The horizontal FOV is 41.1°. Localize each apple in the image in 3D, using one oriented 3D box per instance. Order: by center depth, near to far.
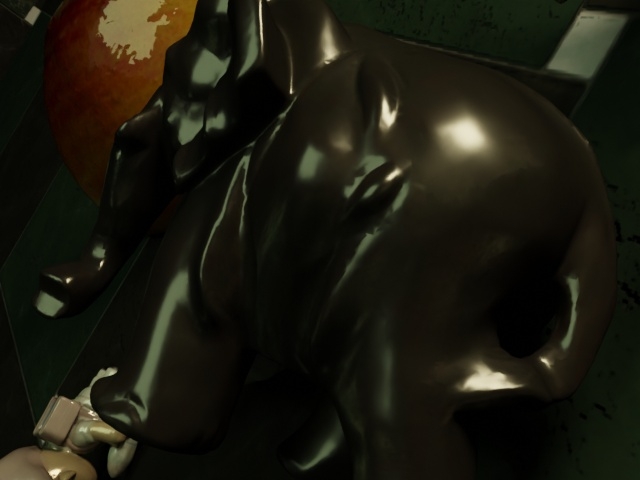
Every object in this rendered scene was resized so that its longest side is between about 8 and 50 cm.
[{"bbox_3d":[-0.171,-0.141,0.895,0.346,0.179,0.254,-37,76,34],"label":"apple"}]

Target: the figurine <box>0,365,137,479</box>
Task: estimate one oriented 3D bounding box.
[{"bbox_3d":[-0.236,0.211,0.750,0.137,0.112,0.229,-9,48,59],"label":"figurine"}]

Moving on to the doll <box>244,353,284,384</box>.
[{"bbox_3d":[-0.027,0.027,0.624,0.245,0.076,0.142,-52,31,7],"label":"doll"}]

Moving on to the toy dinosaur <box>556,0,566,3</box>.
[{"bbox_3d":[0.255,-0.209,0.394,0.301,0.087,0.447,-53,38,14],"label":"toy dinosaur"}]

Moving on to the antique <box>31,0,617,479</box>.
[{"bbox_3d":[0.000,0.000,0.472,0.322,0.185,0.255,24,94,31],"label":"antique"}]
